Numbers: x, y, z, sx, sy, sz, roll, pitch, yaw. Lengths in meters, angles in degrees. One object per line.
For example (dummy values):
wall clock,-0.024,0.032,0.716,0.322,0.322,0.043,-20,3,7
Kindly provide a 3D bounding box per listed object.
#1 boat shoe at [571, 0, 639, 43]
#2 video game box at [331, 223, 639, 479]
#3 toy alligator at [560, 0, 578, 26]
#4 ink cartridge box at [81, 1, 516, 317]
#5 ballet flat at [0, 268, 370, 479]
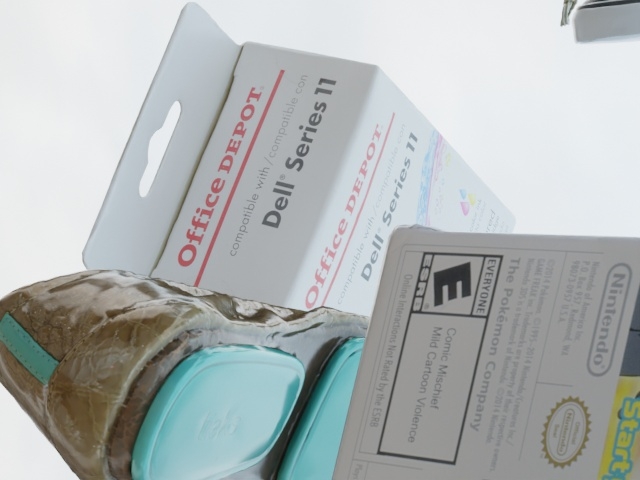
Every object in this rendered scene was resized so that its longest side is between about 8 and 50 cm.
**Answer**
boat shoe,0.345,-0.235,1.409,0.113,0.306,0.105,-143,-142,-84
video game box,0.076,0.099,0.384,0.187,0.048,0.205,2,-107,44
toy alligator,0.259,-0.287,1.578,0.056,0.051,0.189,-12,110,-80
ink cartridge box,0.000,0.000,1.212,0.119,0.353,0.207,14,-103,31
ballet flat,-0.048,0.070,0.826,0.124,0.342,0.116,28,-85,25
